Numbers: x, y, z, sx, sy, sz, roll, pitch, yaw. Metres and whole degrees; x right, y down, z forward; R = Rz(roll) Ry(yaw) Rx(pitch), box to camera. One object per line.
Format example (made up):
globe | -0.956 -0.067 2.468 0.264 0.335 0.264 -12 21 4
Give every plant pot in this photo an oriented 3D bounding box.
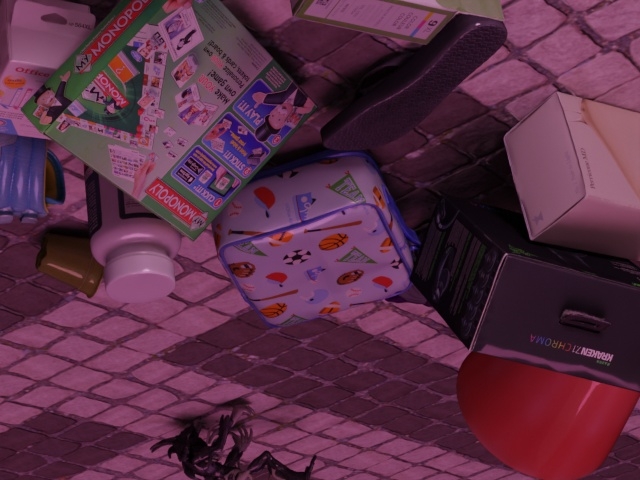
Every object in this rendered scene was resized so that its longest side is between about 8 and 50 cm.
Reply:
plant pot | 0.381 0.200 2.238 0.275 0.275 0.243 3 142 -22
plant pot | -0.325 0.025 1.873 0.079 0.083 0.083 18 144 -22

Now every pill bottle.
pill bottle | -0.219 -0.023 1.692 0.108 0.180 0.108 -7 152 -4

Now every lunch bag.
lunch bag | 0.000 0.000 1.879 0.243 0.115 0.303 -19 152 7

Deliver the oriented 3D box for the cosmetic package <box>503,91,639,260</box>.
cosmetic package | 0.396 -0.068 1.821 0.310 0.160 0.113 9 146 -33

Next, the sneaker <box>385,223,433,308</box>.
sneaker | 0.131 0.041 2.030 0.098 0.083 0.223 -2 153 -3

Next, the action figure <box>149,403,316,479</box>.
action figure | -0.149 0.367 2.506 0.276 0.141 0.164 20 158 1

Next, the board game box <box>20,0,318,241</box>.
board game box | -0.145 -0.138 1.510 0.213 0.046 0.317 -46 150 1

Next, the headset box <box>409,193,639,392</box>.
headset box | 0.277 0.066 1.798 0.246 0.283 0.131 15 104 -16

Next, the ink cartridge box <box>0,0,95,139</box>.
ink cartridge box | -0.292 -0.182 1.468 0.092 0.089 0.143 6 148 -28

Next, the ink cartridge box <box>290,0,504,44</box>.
ink cartridge box | 0.069 -0.259 1.412 0.209 0.109 0.062 6 149 -28

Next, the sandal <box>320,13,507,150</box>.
sandal | 0.104 -0.184 1.640 0.254 0.054 0.097 -36 150 25

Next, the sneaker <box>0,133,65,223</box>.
sneaker | -0.416 -0.041 1.660 0.208 0.127 0.319 11 147 -31
